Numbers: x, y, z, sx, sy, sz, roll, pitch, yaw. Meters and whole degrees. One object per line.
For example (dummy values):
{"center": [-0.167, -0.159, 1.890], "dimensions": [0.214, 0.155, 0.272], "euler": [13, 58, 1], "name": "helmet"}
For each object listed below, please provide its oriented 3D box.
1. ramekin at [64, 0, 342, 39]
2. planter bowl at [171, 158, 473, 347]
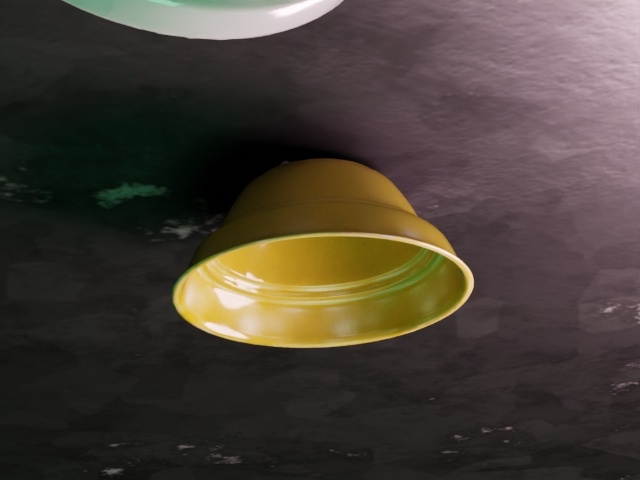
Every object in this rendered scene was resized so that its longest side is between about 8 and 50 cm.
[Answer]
{"center": [-0.048, -0.189, 0.592], "dimensions": [0.207, 0.207, 0.109], "euler": [8, 144, -24], "name": "ramekin"}
{"center": [0.000, 0.000, 1.147], "dimensions": [0.217, 0.090, 0.217], "euler": [-2, 156, -1], "name": "planter bowl"}
